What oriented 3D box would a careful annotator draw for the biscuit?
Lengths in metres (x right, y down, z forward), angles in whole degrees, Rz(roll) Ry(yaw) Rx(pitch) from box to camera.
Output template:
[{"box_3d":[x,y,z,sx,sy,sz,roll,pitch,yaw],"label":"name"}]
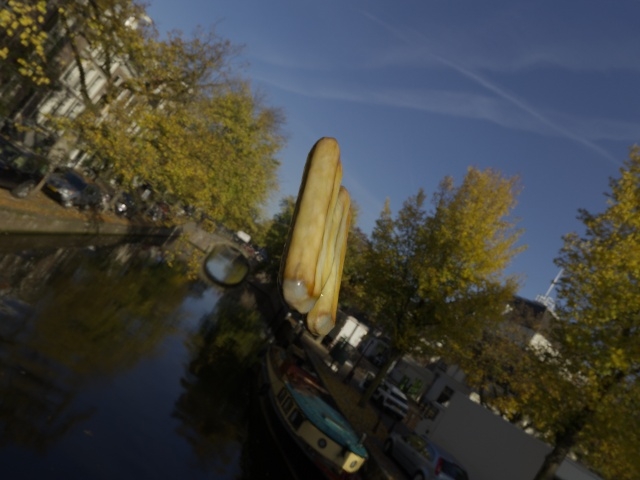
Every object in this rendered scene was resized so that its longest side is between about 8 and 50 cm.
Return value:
[{"box_3d":[0.000,0.000,0.734,0.062,0.291,0.237,5,-24,15],"label":"biscuit"}]
